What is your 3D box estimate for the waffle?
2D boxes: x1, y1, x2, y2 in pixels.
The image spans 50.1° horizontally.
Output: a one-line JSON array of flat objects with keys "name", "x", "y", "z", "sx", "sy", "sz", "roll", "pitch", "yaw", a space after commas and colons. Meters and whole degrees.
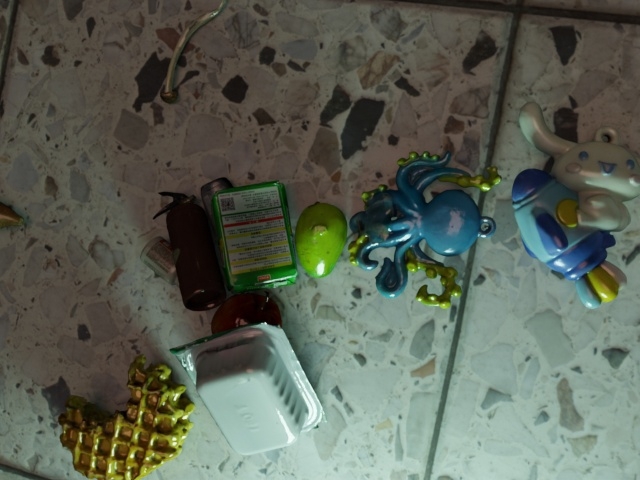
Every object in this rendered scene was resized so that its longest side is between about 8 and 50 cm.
[{"name": "waffle", "x": -0.475, "y": 0.452, "z": 1.677, "sx": 0.324, "sy": 0.151, "sz": 0.261, "roll": -31, "pitch": 78, "yaw": 13}]

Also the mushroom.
[{"name": "mushroom", "x": -0.329, "y": -0.489, "z": 1.719, "sx": 0.068, "sy": 0.043, "sz": 0.306, "roll": 27, "pitch": 94, "yaw": -4}]

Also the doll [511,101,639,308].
[{"name": "doll", "x": 0.533, "y": -0.071, "z": 1.409, "sx": 0.375, "sy": 0.187, "sz": 0.366, "roll": 24, "pitch": 87, "yaw": 32}]

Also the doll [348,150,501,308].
[{"name": "doll", "x": 0.226, "y": -0.029, "z": 1.546, "sx": 0.341, "sy": 0.098, "sz": 0.347, "roll": 6, "pitch": 85, "yaw": 27}]

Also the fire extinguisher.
[{"name": "fire extinguisher", "x": -0.325, "y": 0.005, "z": 1.638, "sx": 0.138, "sy": 0.102, "sz": 0.344, "roll": -27, "pitch": 59, "yaw": 10}]

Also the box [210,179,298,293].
[{"name": "box", "x": -0.151, "y": -0.009, "z": 1.595, "sx": 0.180, "sy": 0.103, "sz": 0.250, "roll": -9, "pitch": 81, "yaw": -13}]

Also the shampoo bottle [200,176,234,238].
[{"name": "shampoo bottle", "x": -0.219, "y": -0.036, "z": 1.670, "sx": 0.087, "sy": 0.049, "sz": 0.234, "roll": -24, "pitch": 83, "yaw": 12}]

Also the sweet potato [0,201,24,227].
[{"name": "sweet potato", "x": -0.948, "y": -0.066, "z": 1.822, "sx": 0.336, "sy": 0.131, "sz": 0.131, "roll": 10, "pitch": 91, "yaw": 16}]

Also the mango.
[{"name": "mango", "x": -0.001, "y": 0.000, "z": 1.590, "sx": 0.119, "sy": 0.100, "sz": 0.179, "roll": 7, "pitch": 98, "yaw": 12}]

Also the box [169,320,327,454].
[{"name": "box", "x": -0.160, "y": 0.358, "z": 1.539, "sx": 0.264, "sy": 0.106, "sz": 0.337, "roll": -17, "pitch": 116, "yaw": 14}]

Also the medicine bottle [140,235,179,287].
[{"name": "medicine bottle", "x": -0.370, "y": 0.059, "z": 1.691, "sx": 0.140, "sy": 0.079, "sz": 0.079, "roll": 37, "pitch": 97, "yaw": 13}]

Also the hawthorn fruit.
[{"name": "hawthorn fruit", "x": -0.162, "y": 0.184, "z": 1.585, "sx": 0.157, "sy": 0.157, "sz": 0.194, "roll": 45, "pitch": 128, "yaw": 11}]
